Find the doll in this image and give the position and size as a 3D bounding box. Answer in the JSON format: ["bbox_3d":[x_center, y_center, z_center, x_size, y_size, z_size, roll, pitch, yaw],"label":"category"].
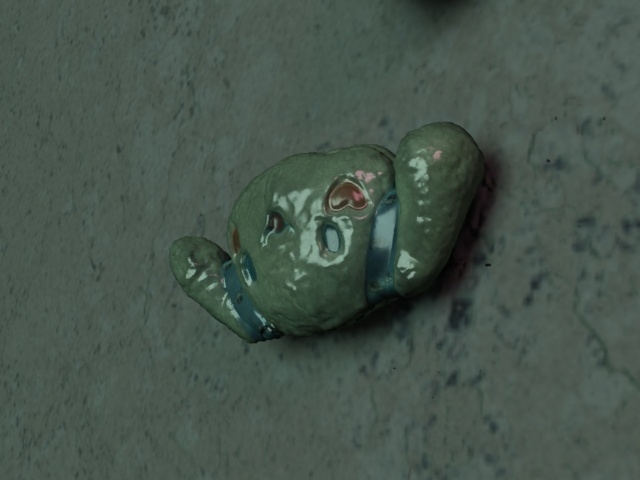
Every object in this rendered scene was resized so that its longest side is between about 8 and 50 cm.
[{"bbox_3d":[0.000,0.000,0.545,0.214,0.071,0.104,-19,76,35],"label":"doll"}]
